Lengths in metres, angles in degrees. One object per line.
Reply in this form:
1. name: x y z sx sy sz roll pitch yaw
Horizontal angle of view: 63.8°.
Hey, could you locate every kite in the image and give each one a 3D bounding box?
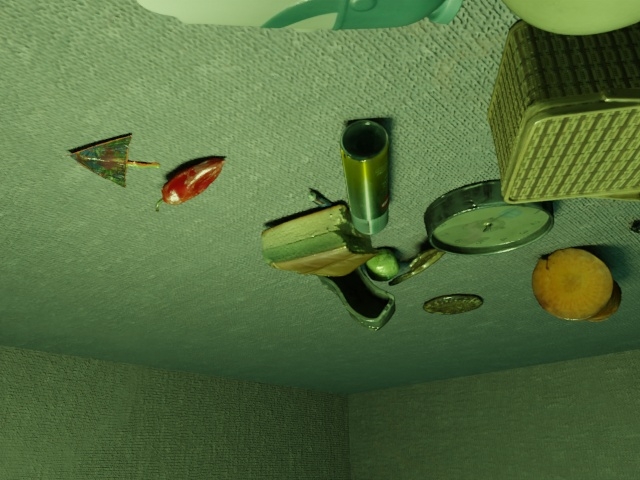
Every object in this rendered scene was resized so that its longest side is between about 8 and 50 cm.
1. kite: -0.375 -0.144 0.937 0.159 0.010 0.190 8 155 -22

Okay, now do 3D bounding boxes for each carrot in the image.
1. carrot: 0.704 0.142 1.396 0.196 0.196 0.254 -18 153 32

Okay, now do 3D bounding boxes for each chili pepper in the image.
1. chili pepper: -0.251 -0.109 0.971 0.191 0.050 0.059 -28 143 23

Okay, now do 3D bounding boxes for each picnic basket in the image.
1. picnic basket: 0.412 -0.174 0.706 0.313 0.175 0.228 -4 154 6

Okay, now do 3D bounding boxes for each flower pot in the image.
1. flower pot: 0.086 0.127 1.319 0.103 0.229 0.108 -43 155 -9

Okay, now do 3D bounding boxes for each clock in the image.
1. clock: 0.370 -0.040 1.137 0.281 0.055 0.280 -1 156 0

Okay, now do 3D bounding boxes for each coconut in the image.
1. coconut: 0.160 0.066 1.326 0.088 0.088 0.096 -10 126 18

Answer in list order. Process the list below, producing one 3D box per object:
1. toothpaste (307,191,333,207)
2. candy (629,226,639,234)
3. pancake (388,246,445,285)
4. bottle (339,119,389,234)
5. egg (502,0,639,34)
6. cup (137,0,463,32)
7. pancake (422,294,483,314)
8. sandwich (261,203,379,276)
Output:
1. toothpaste: -0.003 -0.083 1.071 0.027 0.019 0.083 -15 159 25
2. candy: 0.824 -0.037 1.167 0.226 0.051 0.094 -9 157 17
3. pancake: 0.246 0.063 1.313 0.184 0.020 0.190 -30 161 8
4. bottle: 0.087 -0.104 0.956 0.082 0.082 0.286 -4 155 6
5. egg: 0.232 -0.291 0.396 0.219 0.219 0.269 3 152 -8
6. cup: -0.007 -0.310 0.387 0.258 0.219 0.289 1 123 -5
7. pancake: 0.446 0.219 1.737 0.199 0.021 0.199 -1 155 0
8. sandwich: 0.000 0.000 1.137 0.220 0.108 0.186 5 155 -24
